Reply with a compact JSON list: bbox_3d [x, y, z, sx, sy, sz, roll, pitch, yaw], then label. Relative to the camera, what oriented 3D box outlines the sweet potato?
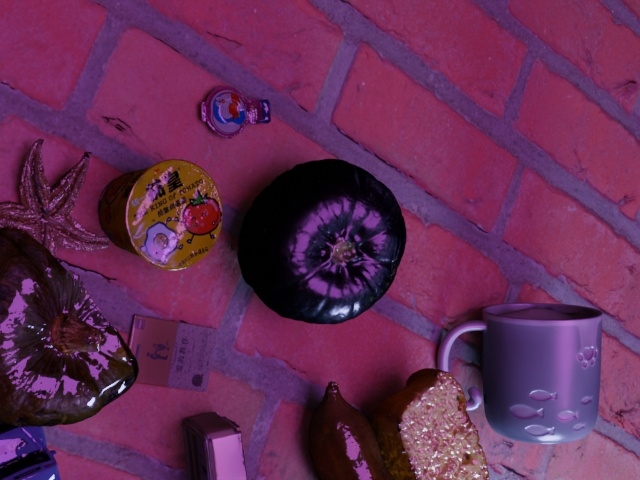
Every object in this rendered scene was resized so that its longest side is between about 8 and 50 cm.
[{"bbox_3d":[0.059,0.447,2.005,0.158,0.158,0.370,-30,99,-32],"label":"sweet potato"}]

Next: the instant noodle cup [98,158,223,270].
[{"bbox_3d":[-0.277,-0.045,1.727,0.182,0.144,0.182,-3,95,-38],"label":"instant noodle cup"}]

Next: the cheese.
[{"bbox_3d":[-0.153,-0.234,1.876,0.145,0.038,0.095,-6,96,-36],"label":"cheese"}]

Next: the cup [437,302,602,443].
[{"bbox_3d":[0.430,0.288,2.234,0.356,0.259,0.275,-2,94,-6],"label":"cup"}]

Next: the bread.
[{"bbox_3d":[0.206,0.419,2.092,0.194,0.179,0.340,-32,113,-30],"label":"bread"}]

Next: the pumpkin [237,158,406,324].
[{"bbox_3d":[0.000,0.000,1.888,0.315,0.238,0.315,-1,93,-18],"label":"pumpkin"}]

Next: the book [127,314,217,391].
[{"bbox_3d":[-0.265,0.202,1.829,0.172,0.012,0.118,14,83,-37],"label":"book"}]

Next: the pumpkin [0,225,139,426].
[{"bbox_3d":[-0.436,0.167,1.558,0.325,0.242,0.232,53,57,-25],"label":"pumpkin"}]

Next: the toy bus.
[{"bbox_3d":[-0.460,0.422,1.617,0.125,0.133,0.292,-19,103,-34],"label":"toy bus"}]

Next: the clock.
[{"bbox_3d":[-0.183,0.412,1.816,0.071,0.147,0.192,-8,98,-22],"label":"clock"}]

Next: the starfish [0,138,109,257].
[{"bbox_3d":[-0.449,-0.046,1.658,0.240,0.043,0.227,14,88,-31],"label":"starfish"}]
